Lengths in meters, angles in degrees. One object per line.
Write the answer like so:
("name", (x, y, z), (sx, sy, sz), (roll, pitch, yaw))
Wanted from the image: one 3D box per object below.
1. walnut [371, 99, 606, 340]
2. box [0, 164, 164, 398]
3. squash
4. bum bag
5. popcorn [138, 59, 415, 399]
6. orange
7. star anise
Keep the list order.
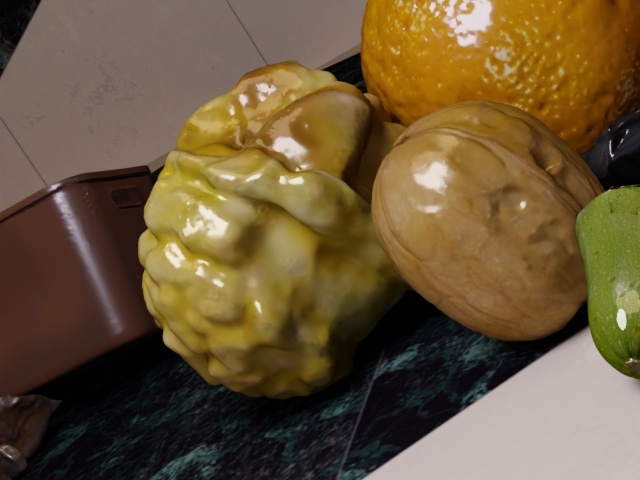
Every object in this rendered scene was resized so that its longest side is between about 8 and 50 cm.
("walnut", (0.154, -0.018, 1.377), (0.193, 0.226, 0.193), (-46, -4, -5))
("box", (-0.361, 0.075, 2.093), (0.339, 0.229, 0.239), (-27, -7, 22))
("squash", (0.252, 0.041, 1.217), (0.095, 0.095, 0.188), (-27, 29, 23))
("bum bag", (0.289, -0.076, 1.481), (0.123, 0.060, 0.248), (-8, -23, -43))
("popcorn", (0.000, 0.000, 1.588), (0.382, 0.349, 0.349), (6, 29, 20))
("orange", (0.216, -0.222, 1.660), (0.340, 0.341, 0.293), (-70, -2, -69))
("star anise", (-0.471, 0.284, 1.976), (0.258, 0.110, 0.198), (-20, 17, 23))
